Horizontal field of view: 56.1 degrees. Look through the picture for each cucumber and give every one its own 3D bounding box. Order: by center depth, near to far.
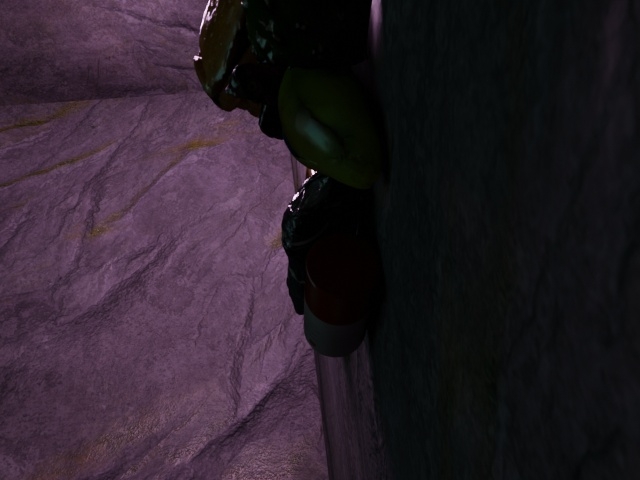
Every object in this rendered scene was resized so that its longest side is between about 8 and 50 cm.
[{"bbox_3d":[-0.021,-0.326,0.595,0.145,0.105,0.326,41,144,34],"label":"cucumber"}]

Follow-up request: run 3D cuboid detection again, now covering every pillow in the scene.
[{"bbox_3d":[0.000,0.000,0.891,0.335,0.092,0.162,94,-160,-63],"label":"pillow"}]

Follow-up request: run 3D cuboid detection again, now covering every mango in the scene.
[{"bbox_3d":[0.010,-0.140,0.721,0.125,0.111,0.233,72,175,-50],"label":"mango"}]

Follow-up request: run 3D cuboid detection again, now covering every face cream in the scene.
[{"bbox_3d":[0.025,0.081,0.822,0.214,0.095,0.096,93,170,-61],"label":"face cream"}]

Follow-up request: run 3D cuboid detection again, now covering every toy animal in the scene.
[{"bbox_3d":[-0.054,-0.239,0.866,0.219,0.179,0.116,-61,41,44],"label":"toy animal"}]

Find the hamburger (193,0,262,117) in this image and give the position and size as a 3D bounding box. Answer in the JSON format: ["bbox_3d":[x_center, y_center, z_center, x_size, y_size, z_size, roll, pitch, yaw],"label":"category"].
[{"bbox_3d":[-0.107,-0.323,0.990,0.244,0.162,0.245,-29,57,57],"label":"hamburger"}]

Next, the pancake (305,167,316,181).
[{"bbox_3d":[-0.006,-0.009,1.326,0.356,0.065,0.357,175,90,-82],"label":"pancake"}]
